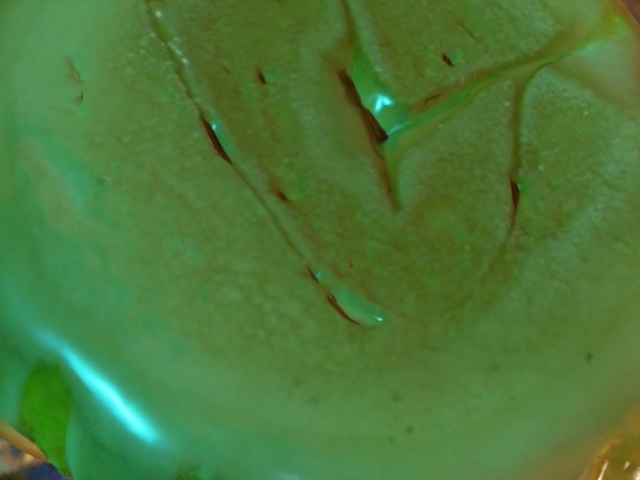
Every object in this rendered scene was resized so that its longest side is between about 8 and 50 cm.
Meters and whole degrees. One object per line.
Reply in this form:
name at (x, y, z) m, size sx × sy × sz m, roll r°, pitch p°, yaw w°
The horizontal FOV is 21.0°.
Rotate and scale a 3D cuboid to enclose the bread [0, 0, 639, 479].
bread at (0.000, 0.000, 0.434) m, size 0.213 × 0.213 × 0.104 m, roll 36°, pitch 148°, yaw 13°
